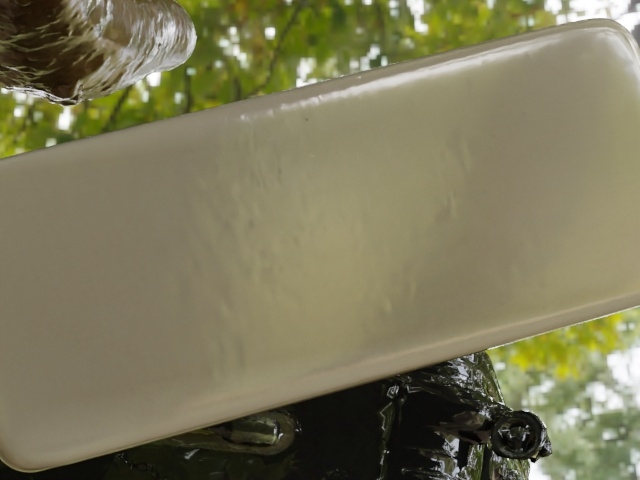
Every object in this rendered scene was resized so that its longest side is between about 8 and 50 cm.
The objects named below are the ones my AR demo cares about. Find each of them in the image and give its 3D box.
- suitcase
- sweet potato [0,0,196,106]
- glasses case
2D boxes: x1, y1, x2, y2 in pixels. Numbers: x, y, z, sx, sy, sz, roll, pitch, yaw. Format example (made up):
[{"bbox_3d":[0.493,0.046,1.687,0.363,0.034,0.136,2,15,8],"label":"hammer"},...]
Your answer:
[{"bbox_3d":[-0.048,0.165,0.916,0.434,0.194,0.283,1,-30,19],"label":"suitcase"},{"bbox_3d":[-0.139,-0.123,0.727,0.114,0.092,0.341,-22,-5,2],"label":"sweet potato"},{"bbox_3d":[0.000,0.000,0.637,0.336,0.144,0.076,-13,-5,-9],"label":"glasses case"}]
